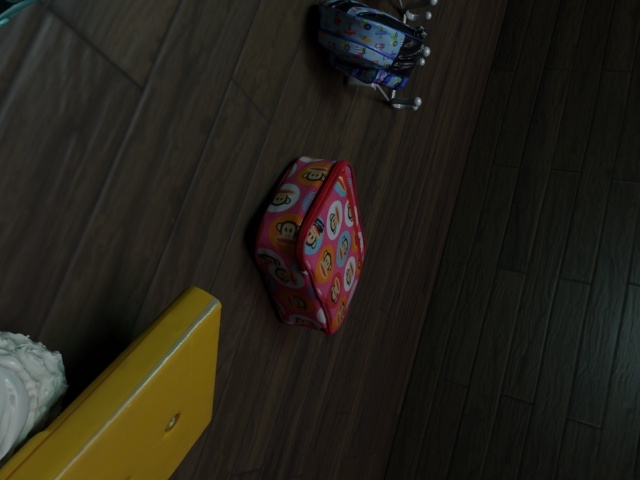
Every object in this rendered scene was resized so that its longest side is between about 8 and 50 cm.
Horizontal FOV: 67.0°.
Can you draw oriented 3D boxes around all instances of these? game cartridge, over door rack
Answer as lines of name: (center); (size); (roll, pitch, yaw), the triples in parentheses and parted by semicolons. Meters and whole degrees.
game cartridge: (-0.221, 0.239, 0.495); (0.323, 0.053, 0.285); (-49, 162, -44)
over door rack: (0.175, -0.424, 1.056); (0.324, 0.108, 0.239); (-11, 110, -63)

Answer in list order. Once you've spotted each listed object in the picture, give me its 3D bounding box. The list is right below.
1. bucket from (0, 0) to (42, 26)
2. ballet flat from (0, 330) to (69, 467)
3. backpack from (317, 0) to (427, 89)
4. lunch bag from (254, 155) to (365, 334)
bucket: (-0.171, -0.258, 0.216); (0.183, 0.281, 0.281); (-55, 147, -43)
ballet flat: (-0.296, 0.117, 0.275); (0.409, 0.147, 0.147); (36, 68, -64)
backpack: (0.071, -0.339, 0.827); (0.173, 0.158, 0.117); (-10, 129, -49)
lunch bag: (0.000, 0.000, 0.878); (0.293, 0.120, 0.258); (75, 32, -47)
